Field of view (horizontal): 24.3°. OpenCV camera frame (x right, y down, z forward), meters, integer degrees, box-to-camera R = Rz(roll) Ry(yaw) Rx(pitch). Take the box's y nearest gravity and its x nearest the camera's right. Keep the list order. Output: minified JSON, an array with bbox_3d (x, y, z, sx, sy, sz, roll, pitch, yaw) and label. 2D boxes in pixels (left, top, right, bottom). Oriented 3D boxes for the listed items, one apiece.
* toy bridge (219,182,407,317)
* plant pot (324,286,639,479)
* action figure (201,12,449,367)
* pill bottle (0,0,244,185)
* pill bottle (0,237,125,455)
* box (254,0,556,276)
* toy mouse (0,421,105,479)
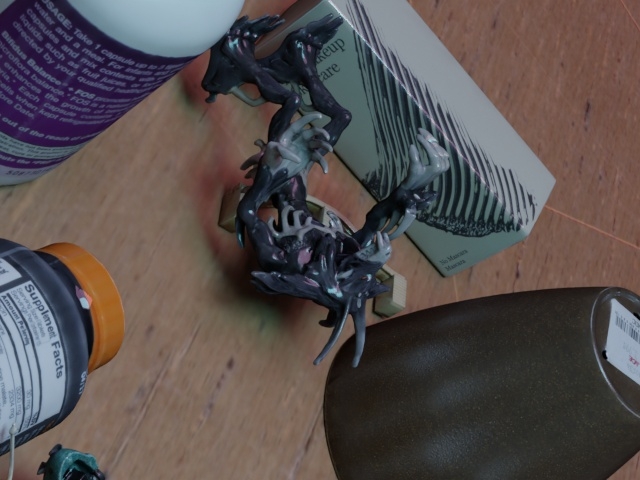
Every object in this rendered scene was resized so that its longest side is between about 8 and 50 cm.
[{"bbox_3d":[0.000,0.000,1.233,0.188,0.026,0.063,29,48,-29],"label":"toy bridge"},{"bbox_3d":[0.158,0.125,1.163,0.215,0.230,0.215,24,52,-34],"label":"plant pot"},{"bbox_3d":[0.002,-0.049,1.140,0.164,0.141,0.276,3,61,-45],"label":"action figure"},{"bbox_3d":[-0.153,-0.168,0.966,0.169,0.301,0.169,24,52,-35],"label":"pill bottle"},{"bbox_3d":[-0.228,0.076,0.880,0.245,0.130,0.130,-26,86,-50],"label":"pill bottle"},{"bbox_3d":[0.076,-0.107,1.310,0.275,0.113,0.094,47,43,-13],"label":"box"},{"bbox_3d":[-0.174,0.181,0.914,0.143,0.031,0.161,9,99,-62],"label":"toy mouse"}]
